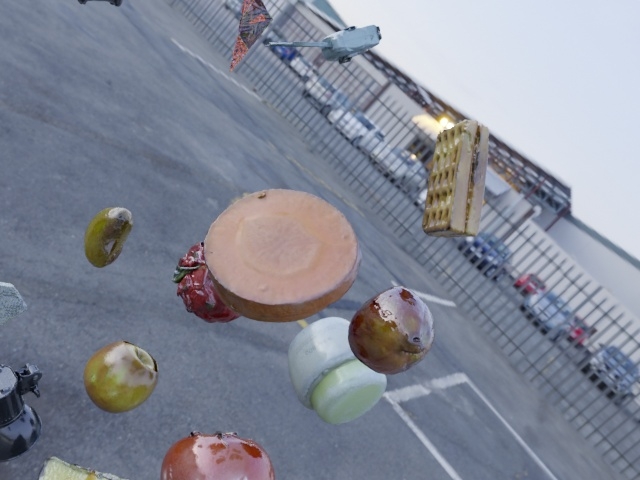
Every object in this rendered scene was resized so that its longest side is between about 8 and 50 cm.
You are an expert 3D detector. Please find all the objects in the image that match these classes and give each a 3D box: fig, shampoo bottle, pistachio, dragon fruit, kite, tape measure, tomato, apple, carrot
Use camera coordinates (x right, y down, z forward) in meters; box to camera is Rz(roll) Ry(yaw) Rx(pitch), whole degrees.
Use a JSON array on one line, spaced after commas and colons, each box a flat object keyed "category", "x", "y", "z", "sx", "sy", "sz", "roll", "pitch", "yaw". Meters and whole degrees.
[{"category": "fig", "x": 0.184, "y": 0.226, "z": 1.472, "sx": 0.224, "sy": 0.224, "sz": 0.263, "roll": 47, "pitch": -16, "yaw": 18}, {"category": "shampoo bottle", "x": 0.049, "y": 0.437, "z": 2.016, "sx": 0.322, "sy": 0.322, "sz": 0.317, "roll": 28, "pitch": 20, "yaw": -52}, {"category": "pistachio", "x": -0.598, "y": -0.017, "z": 1.641, "sx": 0.110, "sy": 0.189, "sz": 0.100, "roll": 25, "pitch": 13, "yaw": -14}, {"category": "dragon fruit", "x": -0.271, "y": 0.103, "z": 1.657, "sx": 0.244, "sy": 0.244, "sz": 0.298, "roll": 46, "pitch": 43, "yaw": 12}, {"category": "kite", "x": -0.144, "y": -0.483, "z": 1.305, "sx": 0.008, "sy": 0.222, "sz": 0.125, "roll": 36, "pitch": 41, "yaw": 19}, {"category": "tape measure", "x": 0.002, "y": -0.546, "z": 1.688, "sx": 0.164, "sy": 0.330, "sz": 0.084, "roll": 177, "pitch": -104, "yaw": -76}, {"category": "tomato", "x": -0.302, "y": 0.721, "z": 1.735, "sx": 0.341, "sy": 0.341, "sz": 0.273, "roll": 32, "pitch": 47, "yaw": -43}, {"category": "apple", "x": -0.615, "y": 0.423, "z": 1.841, "sx": 0.237, "sy": 0.207, "sz": 0.237, "roll": 59, "pitch": 5, "yaw": -8}, {"category": "carrot", "x": -0.072, "y": 0.028, "z": 1.153, "sx": 0.100, "sy": 0.307, "sz": 0.259, "roll": 75, "pitch": 13, "yaw": -66}]

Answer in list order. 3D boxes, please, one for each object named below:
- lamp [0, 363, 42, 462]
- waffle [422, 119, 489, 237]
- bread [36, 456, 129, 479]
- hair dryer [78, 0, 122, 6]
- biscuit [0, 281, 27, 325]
[{"category": "lamp", "x": -0.694, "y": 0.355, "z": 1.283, "sx": 0.172, "sy": 0.228, "sz": 0.147, "roll": -23, "pitch": 50, "yaw": -37}, {"category": "waffle", "x": 0.393, "y": -0.172, "z": 1.708, "sx": 0.098, "sy": 0.328, "sz": 0.224, "roll": 11, "pitch": -4, "yaw": -14}, {"category": "bread", "x": -0.516, "y": 0.585, "z": 1.279, "sx": 0.265, "sy": 0.178, "sz": 0.142, "roll": 11, "pitch": -13, "yaw": 18}, {"category": "hair dryer", "x": -0.349, "y": -0.489, "z": 0.880, "sx": 0.123, "sy": 0.313, "sz": 0.340, "roll": -3, "pitch": 35, "yaw": -16}, {"category": "biscuit", "x": -0.927, "y": 0.193, "z": 1.559, "sx": 0.046, "sy": 0.250, "sz": 0.147, "roll": 8, "pitch": -55, "yaw": 45}]
